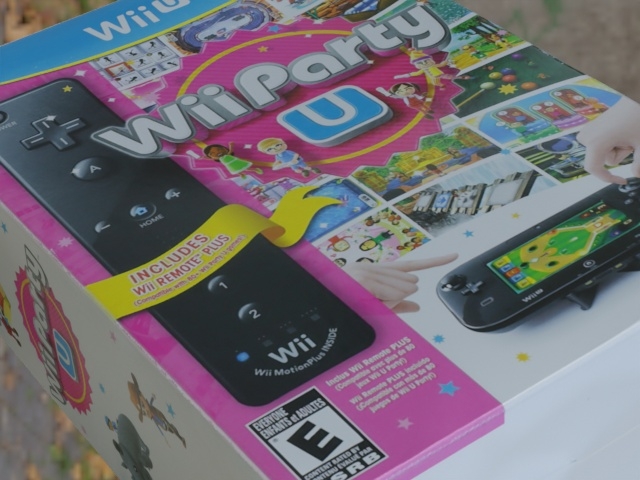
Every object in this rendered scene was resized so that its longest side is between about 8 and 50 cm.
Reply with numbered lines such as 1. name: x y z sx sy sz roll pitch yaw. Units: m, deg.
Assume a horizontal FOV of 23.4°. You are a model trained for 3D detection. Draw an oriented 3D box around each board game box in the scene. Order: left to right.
1. board game box: 0.000 0.000 0.606 0.303 0.224 0.097 38 -35 43
